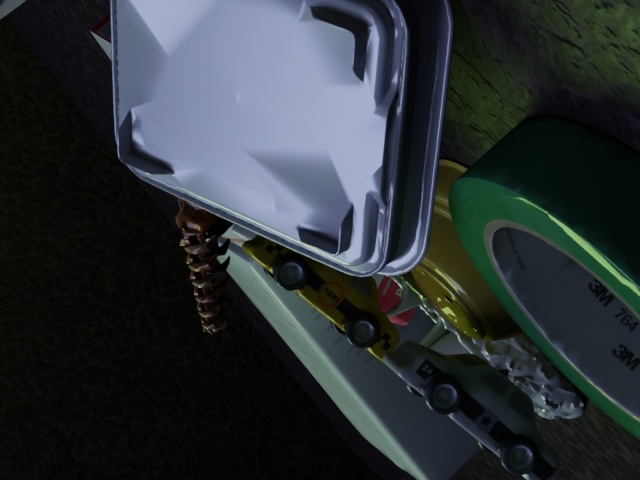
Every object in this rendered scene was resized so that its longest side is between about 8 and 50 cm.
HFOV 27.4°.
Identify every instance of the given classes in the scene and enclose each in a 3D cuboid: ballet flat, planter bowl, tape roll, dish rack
[{"bbox_3d":[0.115,0.067,1.442,0.409,0.147,0.147,48,170,-3],"label":"ballet flat"},{"bbox_3d":[0.152,0.031,1.273,0.217,0.090,0.217,47,170,10],"label":"planter bowl"},{"bbox_3d":[0.237,0.049,1.018,0.321,0.077,0.321,47,170,11],"label":"tape roll"},{"bbox_3d":[-0.057,-0.124,1.072,0.332,0.072,0.286,24,126,29],"label":"dish rack"}]

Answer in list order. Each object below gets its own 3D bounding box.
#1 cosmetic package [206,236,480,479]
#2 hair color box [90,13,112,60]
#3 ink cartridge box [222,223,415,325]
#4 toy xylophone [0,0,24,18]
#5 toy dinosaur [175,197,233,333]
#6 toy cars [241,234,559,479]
[{"bbox_3d":[0.047,0.118,1.835,0.453,0.161,0.230,53,169,-26],"label":"cosmetic package"},{"bbox_3d":[-0.281,-0.272,2.062,0.093,0.053,0.167,34,162,49],"label":"hair color box"},{"bbox_3d":[0.000,0.000,1.562,0.237,0.100,0.172,29,174,-13],"label":"ink cartridge box"},{"bbox_3d":[-0.340,-0.386,1.454,0.236,0.081,0.323,56,-153,-15],"label":"toy xylophone"},{"bbox_3d":[-0.060,-0.081,1.256,0.218,0.164,0.322,12,110,22],"label":"toy dinosaur"},{"bbox_3d":[0.086,0.092,1.290,0.393,0.087,0.176,38,178,31],"label":"toy cars"}]
